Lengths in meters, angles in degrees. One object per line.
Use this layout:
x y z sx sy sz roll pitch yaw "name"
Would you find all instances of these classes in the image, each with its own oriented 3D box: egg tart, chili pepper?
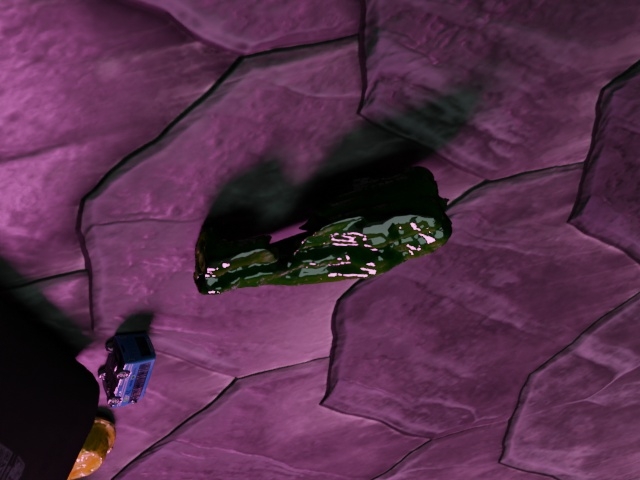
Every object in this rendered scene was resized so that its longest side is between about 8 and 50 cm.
-0.262 0.222 1.870 0.105 0.039 0.105 -15 147 -10 "egg tart"
0.000 -0.001 1.679 0.253 0.083 0.099 -16 145 -1 "chili pepper"

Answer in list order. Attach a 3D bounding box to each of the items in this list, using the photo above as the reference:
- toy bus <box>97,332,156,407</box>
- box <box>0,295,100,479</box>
-0.194 0.131 1.783 0.046 0.038 0.083 -9 144 -25 "toy bus"
-0.337 0.203 1.631 0.290 0.073 0.289 -65 150 -17 "box"
